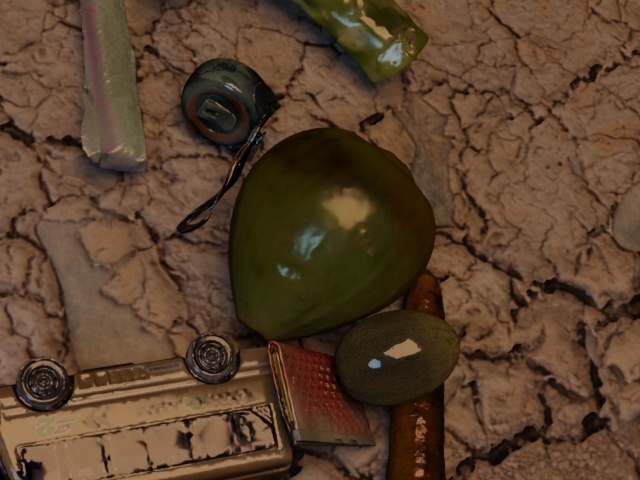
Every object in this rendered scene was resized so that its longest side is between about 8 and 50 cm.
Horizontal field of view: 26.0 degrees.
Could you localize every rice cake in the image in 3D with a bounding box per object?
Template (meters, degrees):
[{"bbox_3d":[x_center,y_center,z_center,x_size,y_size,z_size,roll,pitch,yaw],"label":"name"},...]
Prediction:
[{"bbox_3d":[-0.245,-0.206,1.533,0.081,0.051,0.290,-2,67,-27],"label":"rice cake"}]

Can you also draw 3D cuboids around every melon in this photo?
[{"bbox_3d":[0.078,0.120,1.417,0.131,0.098,0.098,-11,71,-3],"label":"melon"}]

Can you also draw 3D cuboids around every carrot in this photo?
[{"bbox_3d":[0.108,0.171,1.473,0.066,0.066,0.314,11,65,-12],"label":"carrot"}]

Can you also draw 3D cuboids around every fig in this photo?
[{"bbox_3d":[-0.002,-0.010,1.439,0.230,0.207,0.207,-24,77,-15],"label":"fig"}]

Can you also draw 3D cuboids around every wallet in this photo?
[{"bbox_3d":[0.002,0.157,1.393,0.020,0.196,0.103,-21,74,19],"label":"wallet"}]

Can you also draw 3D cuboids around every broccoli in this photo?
[{"bbox_3d":[-0.044,-0.319,1.574,0.361,0.221,0.252,53,29,9],"label":"broccoli"}]

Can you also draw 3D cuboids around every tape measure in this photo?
[{"bbox_3d":[-0.124,-0.106,1.495,0.107,0.104,0.179,33,63,-5],"label":"tape measure"}]

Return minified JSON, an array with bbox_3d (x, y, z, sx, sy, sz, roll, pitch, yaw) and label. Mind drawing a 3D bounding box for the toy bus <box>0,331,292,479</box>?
[{"bbox_3d":[-0.180,0.191,1.341,0.290,0.139,0.157,-7,71,-21],"label":"toy bus"}]
